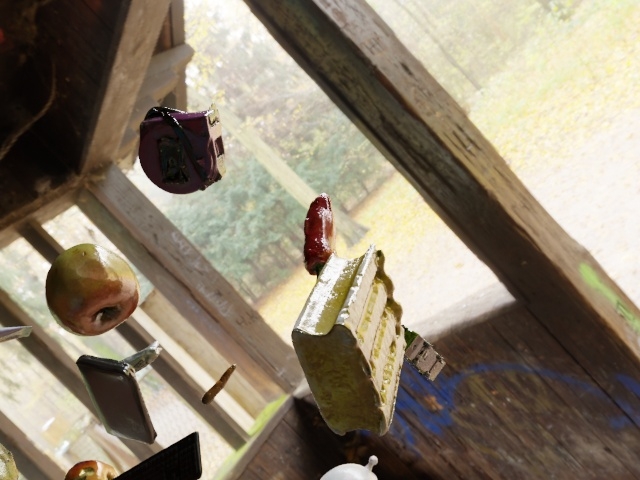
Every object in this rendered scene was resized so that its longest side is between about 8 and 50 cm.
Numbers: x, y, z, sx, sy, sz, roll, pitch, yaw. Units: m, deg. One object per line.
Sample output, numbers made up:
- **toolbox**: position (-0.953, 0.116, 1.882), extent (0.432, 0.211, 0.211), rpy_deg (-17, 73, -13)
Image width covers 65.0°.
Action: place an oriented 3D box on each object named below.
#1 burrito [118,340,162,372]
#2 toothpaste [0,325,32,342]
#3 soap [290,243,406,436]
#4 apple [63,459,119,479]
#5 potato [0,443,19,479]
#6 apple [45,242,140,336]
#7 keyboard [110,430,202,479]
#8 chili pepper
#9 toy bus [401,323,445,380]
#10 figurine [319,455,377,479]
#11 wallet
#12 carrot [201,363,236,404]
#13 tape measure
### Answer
- **burrito**: position (-0.554, 0.362, 1.456), extent (0.203, 0.064, 0.064), rpy_deg (-28, 0, -12)
- **toothpaste**: position (-1.008, 0.279, 1.382), extent (0.372, 0.079, 0.125), rpy_deg (-7, -18, -39)
- **soap**: position (0.083, 0.213, 1.126), extent (0.156, 0.293, 0.335), rpy_deg (-9, 25, 21)
- **apple**: position (-0.822, 0.886, 1.817), extent (0.199, 0.199, 0.199), rpy_deg (-44, 3, 3)
- **potato**: position (-1.107, 0.764, 1.674), extent (0.149, 0.251, 0.113), rpy_deg (-29, -21, -53)
- **apple**: position (-0.877, 0.182, 1.909), extent (0.339, 0.305, 0.338), rpy_deg (-36, -27, -22)
- **keyboard**: position (-0.387, 0.524, 1.062), extent (0.381, 0.041, 0.103), rpy_deg (-39, 46, 22)
- **chili pepper**: position (0.000, 0.000, 1.553), extent (0.110, 0.110, 0.387), rpy_deg (-41, 35, 38)
- **toy bus**: position (0.367, 0.427, 1.928), extent (0.139, 0.301, 0.113), rpy_deg (29, 77, 44)
- **figurine**: position (0.033, 0.819, 1.531), extent (0.362, 0.210, 0.253), rpy_deg (-13, 8, -8)
- **wallet**: position (-0.447, 0.360, 1.122), extent (0.149, 0.250, 0.044), rpy_deg (5, 32, 20)
- **carrot**: position (-0.333, 0.476, 1.668), extent (0.165, 0.036, 0.036), rpy_deg (-48, 5, -21)
- **tape measure**: position (-0.385, -0.252, 1.396), extent (0.232, 0.245, 0.149), rpy_deg (-4, 26, 9)
